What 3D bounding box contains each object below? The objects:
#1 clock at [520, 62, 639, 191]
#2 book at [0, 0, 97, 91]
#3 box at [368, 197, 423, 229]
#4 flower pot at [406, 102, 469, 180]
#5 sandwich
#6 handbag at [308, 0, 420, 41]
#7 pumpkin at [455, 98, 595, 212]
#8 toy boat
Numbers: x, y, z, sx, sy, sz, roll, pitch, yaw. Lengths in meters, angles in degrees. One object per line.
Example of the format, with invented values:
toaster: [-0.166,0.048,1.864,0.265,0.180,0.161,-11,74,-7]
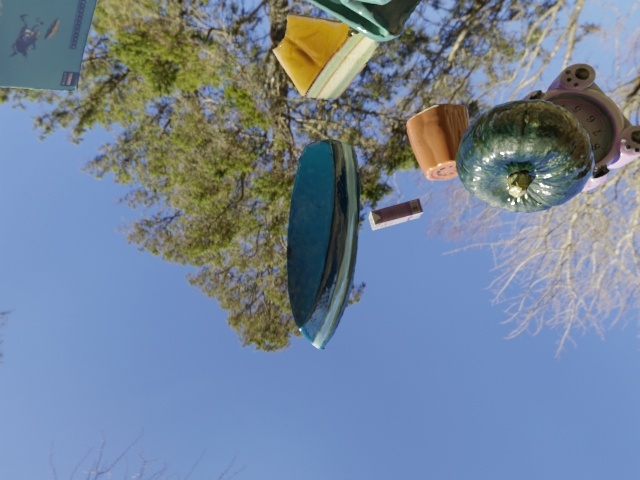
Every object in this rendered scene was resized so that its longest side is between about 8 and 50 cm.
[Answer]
clock: [0.483,-0.202,0.900,0.247,0.090,0.228,-34,-102,-1]
book: [-0.647,-0.426,0.891,0.031,0.264,0.379,43,-148,17]
box: [0.169,-0.058,1.018,0.117,0.051,0.036,-16,-103,-1]
flower pot: [0.359,-0.278,1.322,0.190,0.191,0.174,-6,-107,-10]
sandwich: [0.012,-0.520,1.175,0.155,0.227,0.199,-16,-109,-48]
handbag: [0.036,-0.370,0.462,0.274,0.100,0.269,32,-95,10]
pumpkin: [0.332,-0.132,0.745,0.211,0.212,0.152,13,-109,0]
toy boat: [0.000,0.000,0.638,0.095,0.061,0.300,-5,-106,34]
